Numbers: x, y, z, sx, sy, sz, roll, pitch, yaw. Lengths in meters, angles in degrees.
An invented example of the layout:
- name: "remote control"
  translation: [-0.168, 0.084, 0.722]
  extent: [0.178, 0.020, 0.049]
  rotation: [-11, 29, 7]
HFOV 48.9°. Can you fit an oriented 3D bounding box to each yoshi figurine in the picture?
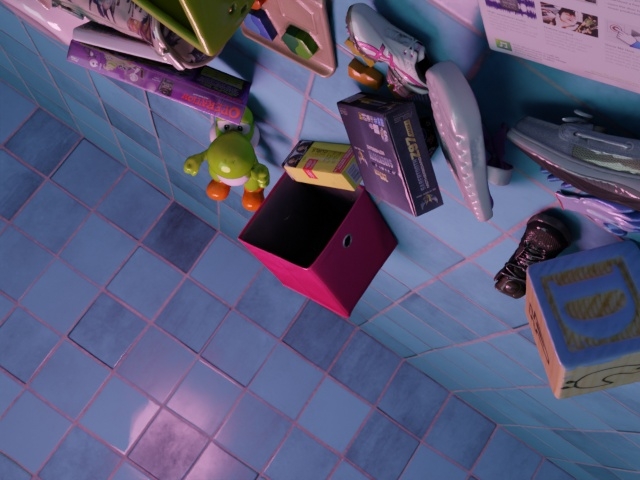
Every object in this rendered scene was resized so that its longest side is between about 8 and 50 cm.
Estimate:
- name: "yoshi figurine"
  translation: [-0.219, -0.182, 1.735]
  extent: [0.203, 0.204, 0.362]
  rotation: [56, 163, 19]

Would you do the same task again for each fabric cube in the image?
- name: "fabric cube"
  translation: [0.000, 0.000, 1.808]
  extent: [0.259, 0.254, 0.258]
  rotation: [23, 160, 38]

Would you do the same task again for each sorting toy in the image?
- name: "sorting toy"
  translation: [-0.035, -0.359, 1.186]
  extent: [0.307, 0.041, 0.229]
  rotation: [31, 165, 15]

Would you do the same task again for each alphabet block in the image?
- name: "alphabet block"
  translation: [0.472, 0.141, 1.218]
  extent: [0.192, 0.193, 0.197]
  rotation: [-14, 150, 9]

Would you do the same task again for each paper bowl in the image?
- name: "paper bowl"
  translation: [-0.589, -0.537, 1.538]
  extent: [0.284, 0.148, 0.284]
  rotation: [32, 178, 1]

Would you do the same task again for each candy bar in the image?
- name: "candy bar"
  translation: [0.175, -0.239, 1.149]
  extent: [0.161, 0.018, 0.040]
  rotation: [19, 158, 48]

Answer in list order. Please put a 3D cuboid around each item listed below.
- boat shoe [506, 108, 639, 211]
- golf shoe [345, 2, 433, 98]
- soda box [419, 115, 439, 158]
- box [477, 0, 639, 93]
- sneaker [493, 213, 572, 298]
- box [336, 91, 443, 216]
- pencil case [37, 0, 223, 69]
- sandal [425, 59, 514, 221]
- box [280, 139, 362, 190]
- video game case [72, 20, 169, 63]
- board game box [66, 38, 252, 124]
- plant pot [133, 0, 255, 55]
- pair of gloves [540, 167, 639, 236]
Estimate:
- name: "boat shoe"
  translation: [0.401, -0.109, 0.938]
  extent: [0.320, 0.103, 0.118]
  rotation: [30, -176, 41]
- name: "golf shoe"
  translation: [0.115, -0.290, 1.047]
  extent: [0.086, 0.067, 0.186]
  rotation: [-7, 145, 46]
- name: "soda box"
  translation: [0.166, -0.162, 1.290]
  extent: [0.169, 0.053, 0.060]
  rotation: [104, 151, -75]
- name: "box"
  translation: [0.260, -0.270, 0.702]
  extent: [0.232, 0.058, 0.322]
  rotation: [27, 174, 28]
- name: "sneaker"
  translation: [0.395, 0.038, 1.316]
  extent: [0.087, 0.130, 0.227]
  rotation: [30, 162, 12]
- name: "box"
  translation: [0.115, -0.155, 1.218]
  extent: [0.183, 0.059, 0.233]
  rotation: [69, 169, -22]
- name: "pencil case"
  translation: [-0.341, -0.440, 1.269]
  extent: [0.410, 0.183, 0.160]
  rotation: [31, -179, 32]
- name: "sandal"
  translation: [0.251, -0.141, 1.093]
  extent: [0.416, 0.102, 0.169]
  rotation: [44, -155, -69]
- name: "box"
  translation: [0.012, -0.171, 1.582]
  extent: [0.232, 0.087, 0.058]
  rotation: [17, 157, 52]
- name: "video game case"
  translation: [-0.346, -0.399, 1.399]
  extent: [0.227, 0.026, 0.206]
  rotation: [12, -156, -5]
- name: "board game box"
  translation: [-0.315, -0.343, 1.439]
  extent: [0.347, 0.056, 0.208]
  rotation: [20, -161, -10]
- name: "plant pot"
  translation: [-0.176, -0.424, 0.926]
  extent: [0.227, 0.207, 0.228]
  rotation: [39, 167, 24]
- name: "pair of gloves"
  translation: [0.431, -0.070, 1.104]
  extent: [0.159, 0.023, 0.198]
  rotation: [21, 159, 43]
